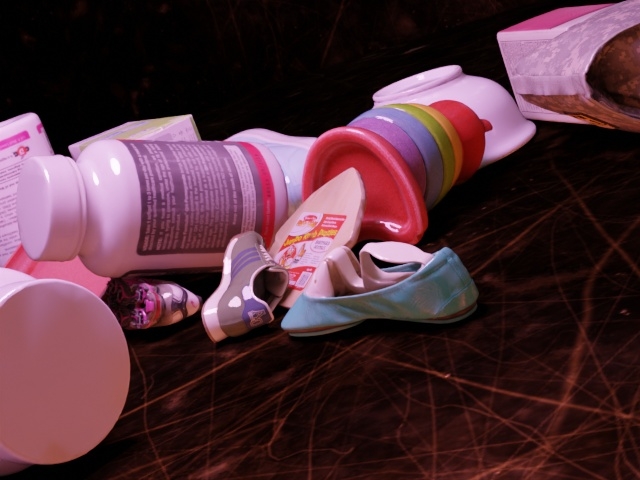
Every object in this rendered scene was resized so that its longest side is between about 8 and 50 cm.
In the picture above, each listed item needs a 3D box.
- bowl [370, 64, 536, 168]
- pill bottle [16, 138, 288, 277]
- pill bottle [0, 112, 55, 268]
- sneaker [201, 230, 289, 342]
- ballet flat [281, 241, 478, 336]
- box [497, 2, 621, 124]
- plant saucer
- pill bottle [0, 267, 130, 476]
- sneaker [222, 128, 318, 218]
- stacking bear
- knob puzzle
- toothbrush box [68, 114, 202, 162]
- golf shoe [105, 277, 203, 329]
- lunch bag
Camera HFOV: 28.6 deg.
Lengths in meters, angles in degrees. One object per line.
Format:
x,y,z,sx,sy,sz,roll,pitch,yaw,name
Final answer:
0.167,-0.181,1.914,0.298,0.134,0.298,-19,12,4,bowl
-0.216,-0.042,1.611,0.318,0.176,0.176,-2,2,-32,pill bottle
-0.465,-0.041,1.960,0.160,0.283,0.160,-19,13,5,pill bottle
-0.072,0.047,1.472,0.086,0.064,0.192,-15,28,21,sneaker
0.049,0.043,1.284,0.247,0.087,0.083,-9,18,41,ballet flat
0.387,-0.268,1.896,0.127,0.148,0.232,-23,14,-14,box
-0.330,0.006,1.808,0.258,0.048,0.259,13,64,46,plant saucer
-0.371,0.135,1.277,0.363,0.210,0.210,-7,19,46,pill bottle
-0.116,-0.098,1.997,0.150,0.135,0.366,-25,13,-31,sneaker
0.120,-0.106,1.655,0.175,0.164,0.289,-9,13,38,stacking bear
0.000,0.000,1.506,0.213,0.030,0.213,-42,26,26,knob puzzle
-0.272,-0.080,1.997,0.122,0.206,0.283,-27,14,-27,toothbrush box
-0.218,0.082,1.606,0.086,0.067,0.186,0,4,-30,golf shoe
0.419,-0.231,1.660,0.287,0.169,0.235,-18,13,-11,lunch bag
